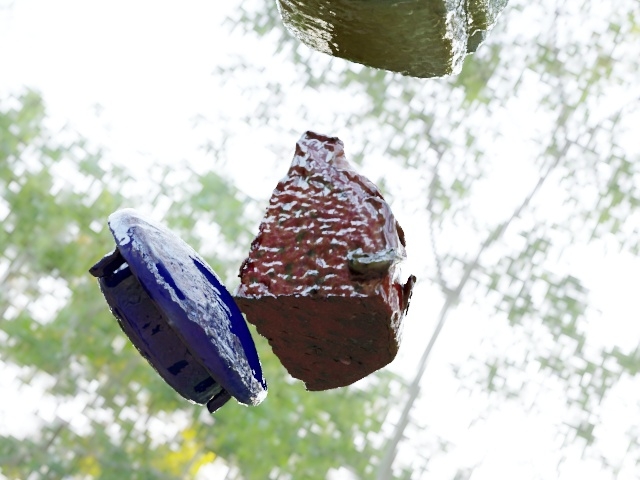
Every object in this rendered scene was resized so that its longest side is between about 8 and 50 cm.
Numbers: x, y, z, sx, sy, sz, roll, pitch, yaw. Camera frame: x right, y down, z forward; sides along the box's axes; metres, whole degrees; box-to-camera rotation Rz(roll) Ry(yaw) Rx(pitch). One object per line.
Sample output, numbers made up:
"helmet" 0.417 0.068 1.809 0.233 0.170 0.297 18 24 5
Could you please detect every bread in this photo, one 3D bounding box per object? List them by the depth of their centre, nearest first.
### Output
"bread" 0.098 -0.306 1.700 0.239 0.395 0.264 24 -31 17

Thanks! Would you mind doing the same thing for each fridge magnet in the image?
"fridge magnet" -0.154 0.080 1.805 0.265 0.112 0.265 53 3 -3

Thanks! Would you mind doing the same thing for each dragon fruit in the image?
"dragon fruit" 0.000 0.000 2.098 0.240 0.330 0.302 10 -24 -33
